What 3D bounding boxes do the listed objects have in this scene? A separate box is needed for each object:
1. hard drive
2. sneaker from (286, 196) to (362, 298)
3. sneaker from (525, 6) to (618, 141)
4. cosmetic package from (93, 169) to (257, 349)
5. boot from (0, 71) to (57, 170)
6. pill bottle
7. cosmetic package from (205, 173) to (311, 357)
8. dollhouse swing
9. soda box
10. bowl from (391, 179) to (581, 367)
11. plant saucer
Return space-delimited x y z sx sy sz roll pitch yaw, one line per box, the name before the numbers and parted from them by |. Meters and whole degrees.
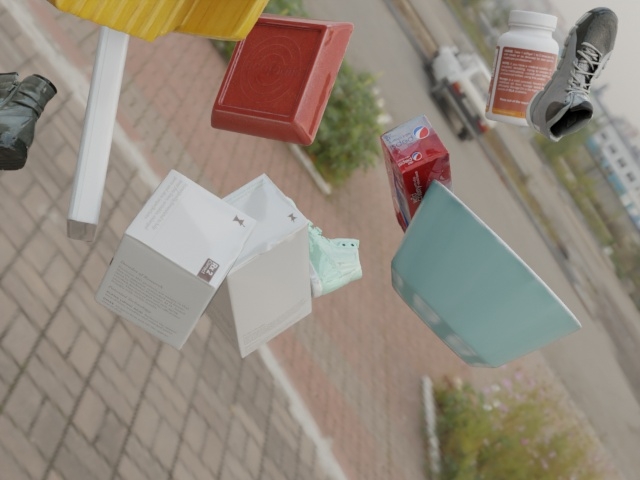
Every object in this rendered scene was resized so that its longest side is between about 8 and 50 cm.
hard drive | -0.339 -0.185 1.618 0.233 0.047 0.353 153 -55 -75
sneaker | 0.000 0.001 2.366 0.094 0.151 0.256 112 -42 -59
sneaker | 0.423 -0.254 1.678 0.086 0.228 0.132 21 21 -17
cosmetic package | -0.212 0.030 1.534 0.151 0.183 0.151 31 46 -3
boot | -0.540 -0.190 1.652 0.083 0.247 0.161 71 26 -54
pill bottle | 0.399 -0.335 2.057 0.121 0.121 0.216 -34 134 -75
cosmetic package | -0.134 0.060 2.101 0.155 0.197 0.365 49 -21 26
dollhouse swing | -0.112 -0.344 1.339 0.305 0.315 0.347 38 14 21
soda box | 0.165 -0.083 1.724 0.263 0.083 0.092 71 -6 -57
bowl | 0.225 0.074 1.581 0.311 0.163 0.311 44 4 -4
plant saucer | -0.089 -0.329 2.052 0.258 0.259 0.048 14 -10 34
